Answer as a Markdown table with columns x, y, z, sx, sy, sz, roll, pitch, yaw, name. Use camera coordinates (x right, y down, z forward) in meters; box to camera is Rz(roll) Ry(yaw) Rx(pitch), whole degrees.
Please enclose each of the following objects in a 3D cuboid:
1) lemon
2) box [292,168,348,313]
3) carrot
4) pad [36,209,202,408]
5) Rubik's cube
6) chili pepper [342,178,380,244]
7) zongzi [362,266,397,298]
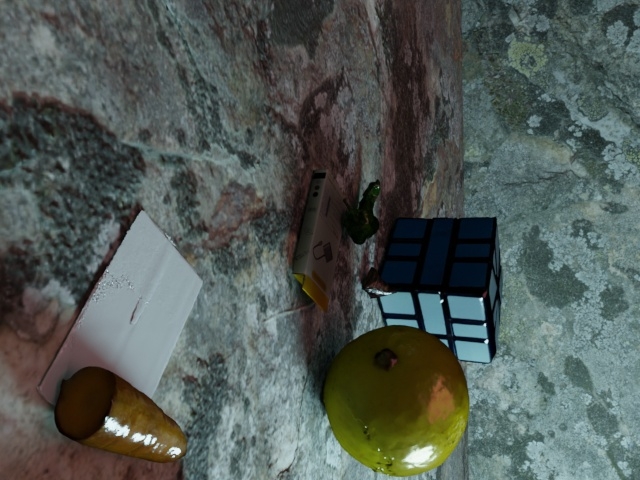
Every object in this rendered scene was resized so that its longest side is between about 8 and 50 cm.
| x | y | z | sx | sy | sz | roll | pitch | yaw | name |
| --- | --- | --- | --- | --- | --- | --- | --- | --- | --- |
| 0.146 | 0.308 | 1.097 | 0.297 | 0.297 | 0.296 | 0 | 90 | -66 | lemon |
| 0.000 | 0.000 | 1.068 | 0.129 | 0.033 | 0.247 | 55 | 41 | -54 | box |
| -0.188 | 0.201 | 0.594 | 0.205 | 0.072 | 0.072 | 63 | 36 | -51 | carrot |
| -0.207 | 0.097 | 0.635 | 0.156 | 0.004 | 0.232 | 63 | 36 | -46 | pad |
| 0.329 | 0.128 | 1.508 | 0.288 | 0.284 | 0.293 | -69 | 147 | -41 | Rubik's cube |
| 0.092 | -0.052 | 1.192 | 0.279 | 0.065 | 0.122 | -51 | 138 | -73 | chili pepper |
| 0.129 | 0.118 | 1.349 | 0.083 | 0.073 | 0.067 | 34 | 49 | -14 | zongzi |
